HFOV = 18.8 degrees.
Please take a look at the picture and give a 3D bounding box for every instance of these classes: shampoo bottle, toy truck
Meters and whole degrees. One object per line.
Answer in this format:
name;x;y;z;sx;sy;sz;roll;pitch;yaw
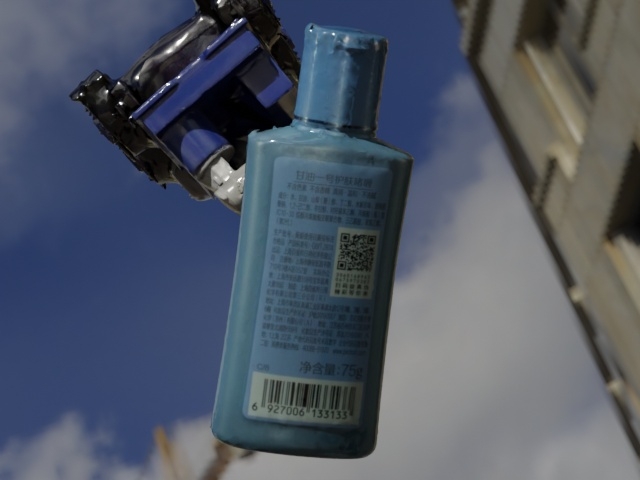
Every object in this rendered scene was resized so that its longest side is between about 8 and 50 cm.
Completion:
shampoo bottle;0.000;0.000;1.165;0.104;0.061;0.258;7;-83;-9
toy truck;-0.063;-0.083;1.435;0.161;0.177;0.213;-41;-14;0
